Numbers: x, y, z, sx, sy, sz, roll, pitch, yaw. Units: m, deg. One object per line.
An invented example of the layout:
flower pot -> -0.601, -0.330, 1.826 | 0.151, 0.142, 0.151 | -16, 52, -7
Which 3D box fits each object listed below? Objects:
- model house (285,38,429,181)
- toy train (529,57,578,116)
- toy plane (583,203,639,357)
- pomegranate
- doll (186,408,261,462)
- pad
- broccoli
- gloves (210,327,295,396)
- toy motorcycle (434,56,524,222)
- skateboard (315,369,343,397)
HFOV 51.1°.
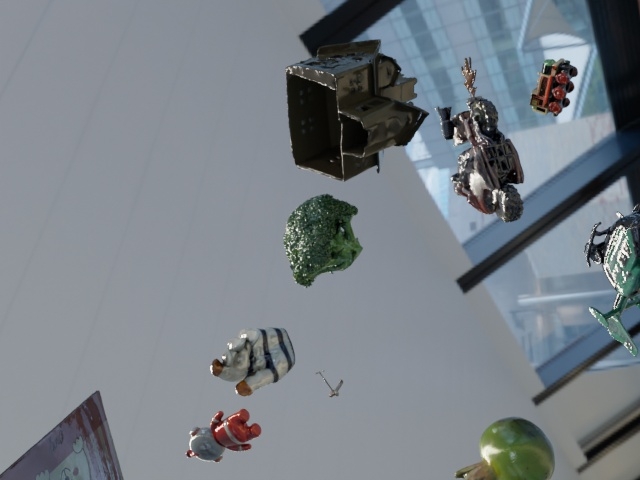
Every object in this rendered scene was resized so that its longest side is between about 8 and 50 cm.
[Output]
model house -> 0.095, -0.234, 1.176 | 0.243, 0.204, 0.211 | -29, -51, -34
toy train -> 0.528, -0.351, 1.523 | 0.050, 0.087, 0.137 | -38, -38, -35
toy plane -> 0.583, 0.068, 1.261 | 0.381, 0.107, 0.155 | 82, 162, -48
pomegranate -> 0.552, 0.666, 2.022 | 0.236, 0.302, 0.235 | 159, 90, -78
doll -> -0.278, 0.545, 1.844 | 0.142, 0.245, 0.076 | 53, -155, -10
pad -> -0.356, 0.362, 0.957 | 0.300, 0.005, 0.202 | -53, -50, -79
broccoli -> 0.000, 0.000, 1.310 | 0.156, 0.195, 0.195 | 38, -142, -8
gloves -> -0.163, 0.265, 1.518 | 0.219, 0.131, 0.139 | -5, -83, -38
toy motorcycle -> 0.357, -0.229, 1.552 | 0.134, 0.207, 0.400 | -16, -91, -19
skateboard -> 0.027, 0.377, 1.824 | 0.083, 0.032, 0.064 | 54, -138, -14
